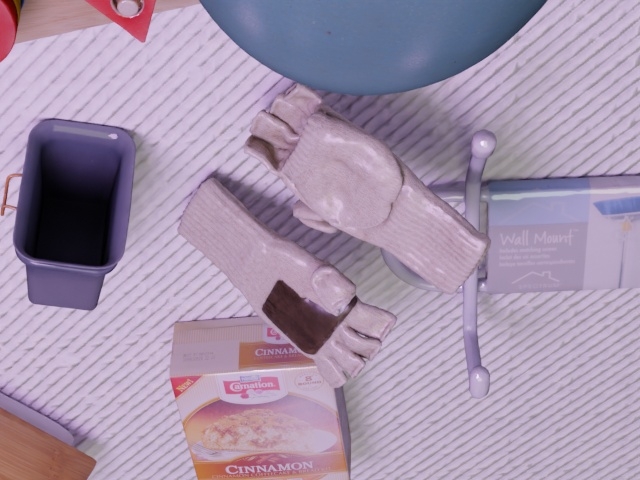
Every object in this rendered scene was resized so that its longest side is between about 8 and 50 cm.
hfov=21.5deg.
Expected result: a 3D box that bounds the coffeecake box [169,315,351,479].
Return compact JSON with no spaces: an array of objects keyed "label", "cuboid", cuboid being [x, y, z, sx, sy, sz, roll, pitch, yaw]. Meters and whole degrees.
[{"label":"coffeecake box","cuboid":[-0.051,0.154,1.540,0.142,0.068,0.185,-5,135,5]}]

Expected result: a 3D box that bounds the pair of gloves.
[{"label":"pair of gloves","cuboid":[0.000,0.000,1.320,0.204,0.042,0.240,43,137,-2]}]

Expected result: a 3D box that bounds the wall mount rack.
[{"label":"wall mount rack","cuboid":[0.223,-0.006,1.340,0.350,0.130,0.304,-3,132,1]}]

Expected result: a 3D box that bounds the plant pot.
[{"label":"plant pot","cuboid":[0.033,-0.226,1.016,0.293,0.293,0.235,5,152,-5]}]

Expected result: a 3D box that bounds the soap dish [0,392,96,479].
[{"label":"soap dish","cuboid":[-0.391,0.247,1.594,0.229,0.118,0.291,34,125,-30]}]

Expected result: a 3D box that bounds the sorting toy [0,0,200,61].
[{"label":"sorting toy","cuboid":[-0.205,-0.226,1.136,0.257,0.089,0.255,-11,135,10]}]

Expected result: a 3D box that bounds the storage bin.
[{"label":"storage bin","cuboid":[-0.202,-0.013,1.330,0.098,0.135,0.091,7,145,-8]}]
